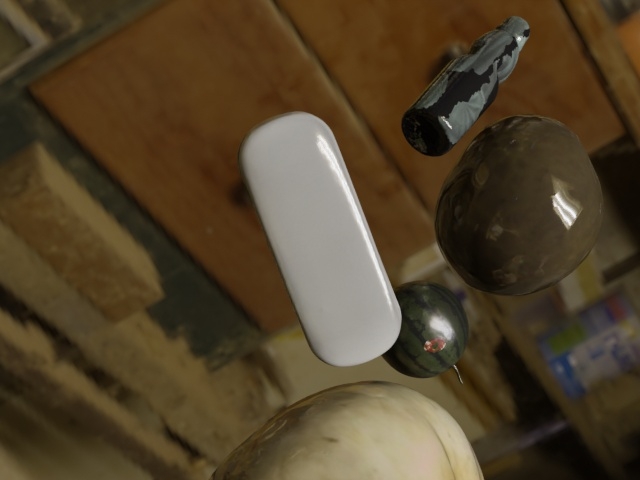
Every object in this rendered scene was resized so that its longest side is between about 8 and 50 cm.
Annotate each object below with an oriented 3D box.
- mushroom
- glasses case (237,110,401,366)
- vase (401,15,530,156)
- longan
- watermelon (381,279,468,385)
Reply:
[{"bbox_3d":[0.007,0.311,1.462,0.325,0.353,0.353,30,27,-37],"label":"mushroom"},{"bbox_3d":[0.000,0.000,1.399,0.059,0.092,0.233,-115,-177,-78],"label":"glasses case"},{"bbox_3d":[0.155,-0.163,1.586,0.211,0.060,0.060,-48,114,-38],"label":"vase"},{"bbox_3d":[0.228,-0.036,1.807,0.198,0.212,0.198,30,2,-1],"label":"longan"},{"bbox_3d":[0.116,0.106,1.724,0.133,0.105,0.105,52,11,-12],"label":"watermelon"}]
